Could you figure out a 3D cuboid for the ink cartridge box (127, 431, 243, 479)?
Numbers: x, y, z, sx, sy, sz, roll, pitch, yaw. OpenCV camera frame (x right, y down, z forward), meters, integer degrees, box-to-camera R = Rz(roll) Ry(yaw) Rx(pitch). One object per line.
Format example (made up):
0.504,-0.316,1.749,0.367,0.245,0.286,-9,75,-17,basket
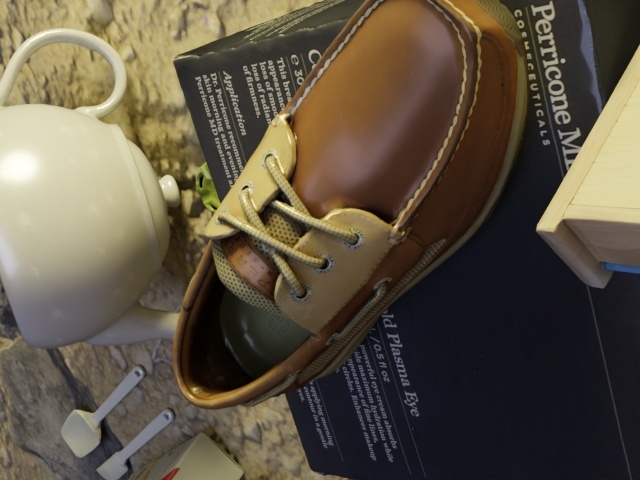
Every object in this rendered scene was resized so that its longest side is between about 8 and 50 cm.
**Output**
-0.188,0.314,1.092,0.072,0.127,0.175,46,133,-9,ink cartridge box

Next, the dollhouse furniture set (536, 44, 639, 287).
0.308,-0.004,0.451,0.303,0.286,0.198,42,162,-30,dollhouse furniture set

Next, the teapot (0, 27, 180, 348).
-0.231,-0.031,0.920,0.256,0.187,0.252,91,154,-49,teapot

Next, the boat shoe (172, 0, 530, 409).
0.000,0.000,0.525,0.122,0.120,0.324,43,136,16,boat shoe

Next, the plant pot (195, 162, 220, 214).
-0.066,-0.057,0.836,0.083,0.079,0.083,18,123,30,plant pot

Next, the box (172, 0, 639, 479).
0.109,-0.007,0.641,0.312,0.179,0.343,0,113,44,box

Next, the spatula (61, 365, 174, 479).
-0.240,0.258,1.191,0.168,0.019,0.242,51,134,6,spatula

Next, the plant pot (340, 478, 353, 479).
0.098,0.330,0.948,0.236,0.032,0.236,19,123,31,plant pot
